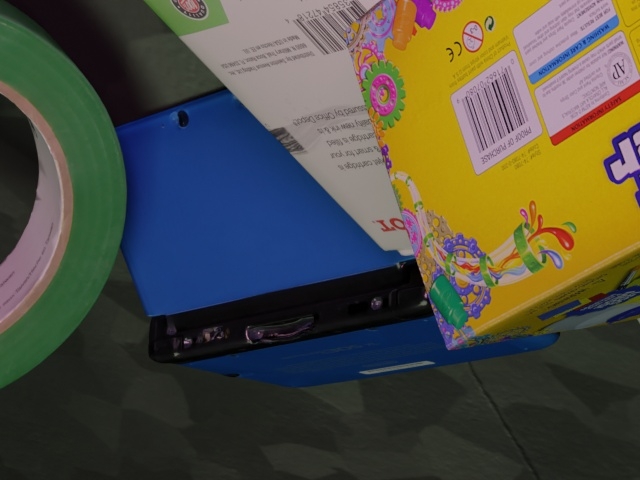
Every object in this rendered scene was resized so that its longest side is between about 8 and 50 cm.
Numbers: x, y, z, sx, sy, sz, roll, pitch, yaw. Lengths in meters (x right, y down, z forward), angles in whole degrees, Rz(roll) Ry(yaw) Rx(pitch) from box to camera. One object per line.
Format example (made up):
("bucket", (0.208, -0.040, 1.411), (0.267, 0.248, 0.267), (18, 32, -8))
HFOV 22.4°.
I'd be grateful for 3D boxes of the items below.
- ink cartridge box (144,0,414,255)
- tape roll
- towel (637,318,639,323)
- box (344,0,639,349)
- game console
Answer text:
("ink cartridge box", (0.040, -0.123, 0.961), (0.273, 0.115, 0.198), (45, 153, -25))
("tape roll", (-0.304, -0.029, 1.162), (0.321, 0.321, 0.077), (56, 174, -34))
("towel", (0.285, 0.098, 1.011), (0.285, 0.034, 0.209), (59, 169, 19))
("box", (0.220, -0.091, 0.761), (0.279, 0.177, 0.290), (-7, 163, -37))
("game console", (0.000, 0.000, 1.238), (0.293, 0.173, 0.250), (-13, 160, 41))
